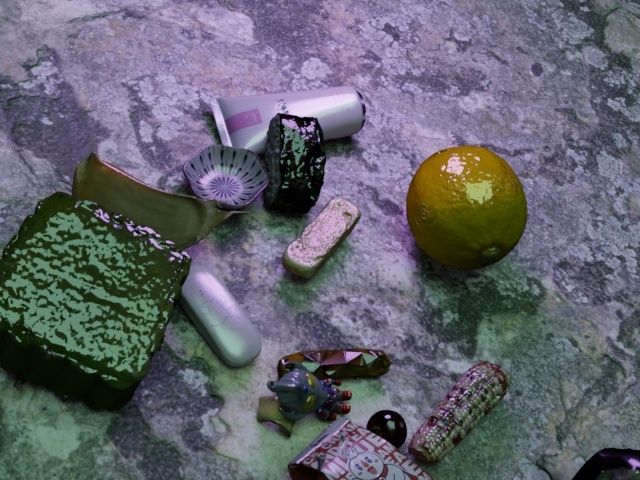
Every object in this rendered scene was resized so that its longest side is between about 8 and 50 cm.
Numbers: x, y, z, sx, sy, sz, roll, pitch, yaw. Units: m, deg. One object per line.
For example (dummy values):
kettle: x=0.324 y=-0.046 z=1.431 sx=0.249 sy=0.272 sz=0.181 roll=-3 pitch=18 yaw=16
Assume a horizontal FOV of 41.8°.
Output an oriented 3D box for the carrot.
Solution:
carrot: x=0.028 y=0.249 z=1.671 sx=0.229 sy=0.069 sz=0.068 roll=-1 pitch=56 yaw=-21

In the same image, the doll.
doll: x=-0.023 y=0.292 z=1.589 sx=0.195 sy=0.062 sz=0.104 roll=21 pitch=85 yaw=-34

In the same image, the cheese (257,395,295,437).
cheese: x=-0.083 y=0.327 z=1.584 sx=0.084 sy=0.041 sz=0.060 roll=23 pitch=51 yaw=-3

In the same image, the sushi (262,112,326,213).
sushi: x=-0.056 y=-0.173 z=1.879 sx=0.127 sy=0.124 sz=0.224 roll=7 pitch=78 yaw=-20

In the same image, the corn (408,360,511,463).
corn: x=0.281 y=0.344 z=1.673 sx=0.092 sy=0.092 sz=0.280 roll=42 pitch=56 yaw=12

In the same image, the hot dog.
hot dog: x=0.000 y=0.000 z=1.830 sx=0.084 sy=0.073 sz=0.242 roll=33 pitch=51 yaw=8

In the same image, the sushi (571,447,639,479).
sushi: x=0.644 y=0.517 z=1.546 sx=0.285 sy=0.327 sz=0.329 roll=-17 pitch=48 yaw=-44

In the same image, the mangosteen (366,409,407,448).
mangosteen: x=0.130 y=0.362 z=1.610 sx=0.081 sy=0.081 sz=0.080 roll=9 pitch=53 yaw=-13

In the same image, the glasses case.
glasses case: x=-0.205 y=0.147 z=1.660 sx=0.092 sy=0.059 sz=0.233 roll=-25 pitch=67 yaw=-33

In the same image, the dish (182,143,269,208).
dish: x=-0.209 y=-0.125 z=1.848 sx=0.191 sy=0.066 sz=0.190 roll=6 pitch=50 yaw=-7

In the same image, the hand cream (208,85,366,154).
hand cream: x=-0.072 y=-0.292 z=2.000 sx=0.359 sy=0.118 sz=0.185 roll=-11 pitch=67 yaw=-19

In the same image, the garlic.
garlic: x=-0.336 y=-0.052 z=1.679 sx=0.339 sy=0.196 sz=0.151 roll=22 pitch=55 yaw=-15

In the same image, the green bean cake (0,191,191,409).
green bean cake: x=-0.432 y=0.120 z=1.519 sx=0.319 sy=0.218 sz=0.335 roll=28 pitch=57 yaw=-8

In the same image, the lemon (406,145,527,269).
lemon: x=0.323 y=-0.073 z=1.873 sx=0.293 sy=0.293 sz=0.293 roll=9 pitch=53 yaw=-13

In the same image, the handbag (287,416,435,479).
handbag: x=0.091 y=0.458 z=1.494 sx=0.171 sy=0.151 sz=0.298 roll=-30 pitch=62 yaw=-38
